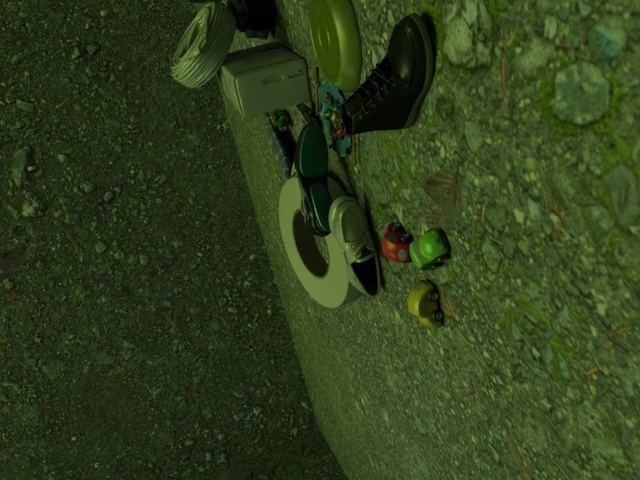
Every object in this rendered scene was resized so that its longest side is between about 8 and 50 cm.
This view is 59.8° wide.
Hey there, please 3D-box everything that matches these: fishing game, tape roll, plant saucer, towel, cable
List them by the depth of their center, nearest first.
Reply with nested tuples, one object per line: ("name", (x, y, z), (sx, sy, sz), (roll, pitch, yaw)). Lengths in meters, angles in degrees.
("plant saucer", (0.022, -0.426, 1.162), (0.241, 0.037, 0.241), (163, 90, -78))
("fishing game", (0.025, -0.291, 1.332), (0.189, 0.041, 0.264), (88, 161, -46))
("tape roll", (0.000, 0.000, 1.571), (0.392, 0.072, 0.392), (44, 144, 45))
("cable", (-0.335, -0.562, 1.592), (0.257, 0.089, 0.257), (-21, 50, 48))
("towel", (-0.146, -0.308, 1.964), (0.243, 0.040, 0.336), (74, 173, -62))

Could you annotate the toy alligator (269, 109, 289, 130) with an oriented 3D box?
("toy alligator", (-0.135, -0.416, 1.854), (0.051, 0.056, 0.190), (-53, 28, 17))

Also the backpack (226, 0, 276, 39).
("backpack", (-0.208, -0.678, 1.644), (0.173, 0.116, 0.158), (113, 137, -73))

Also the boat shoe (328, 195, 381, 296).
("boat shoe", (0.092, 0.021, 1.341), (0.088, 0.096, 0.268), (-136, 29, -57))

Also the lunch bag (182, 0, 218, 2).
("lunch bag", (-0.236, -0.695, 1.327), (0.256, 0.305, 0.213), (-130, 28, -52))

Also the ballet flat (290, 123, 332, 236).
("ballet flat", (-0.028, -0.145, 1.382), (0.096, 0.095, 0.281), (-13, 82, 54))

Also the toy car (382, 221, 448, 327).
("toy car", (0.182, 0.043, 1.059), (0.225, 0.053, 0.239), (102, 148, -67))

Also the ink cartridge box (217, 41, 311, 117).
("ink cartridge box", (-0.168, -0.457, 1.562), (0.278, 0.201, 0.117), (-126, 22, -55))

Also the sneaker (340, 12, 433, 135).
("sneaker", (0.100, -0.244, 0.874), (0.222, 0.118, 0.083), (93, 157, -58))

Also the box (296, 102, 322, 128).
("box", (-0.030, -0.334, 1.501), (0.067, 0.018, 0.083), (53, 179, -31))
